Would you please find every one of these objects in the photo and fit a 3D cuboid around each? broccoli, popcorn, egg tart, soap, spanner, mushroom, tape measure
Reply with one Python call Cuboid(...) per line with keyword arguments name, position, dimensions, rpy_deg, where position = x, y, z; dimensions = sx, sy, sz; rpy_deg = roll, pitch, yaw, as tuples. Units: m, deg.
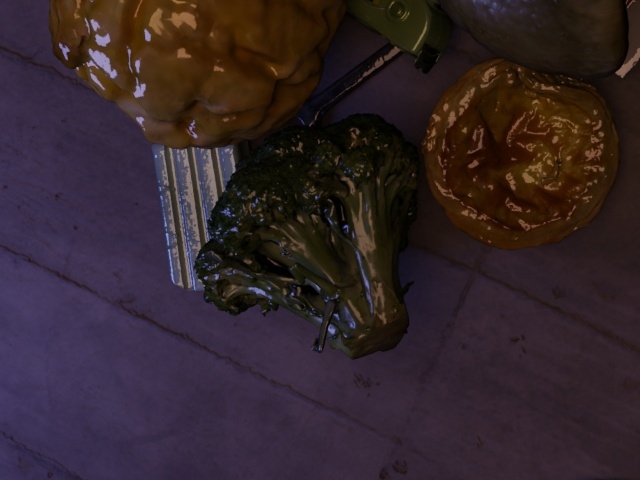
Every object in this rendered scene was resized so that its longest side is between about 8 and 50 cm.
Cuboid(name="broccoli", position=(0.000, 0.000, 1.668), dimensions=(0.304, 0.321, 0.283), rpy_deg=(-26, 68, -6))
Cuboid(name="popcorn", position=(-0.140, -0.314, 1.658), dimensions=(0.354, 0.344, 0.390), rpy_deg=(-40, 69, 19))
Cuboid(name="egg tart", position=(0.240, -0.108, 1.702), dimensions=(0.241, 0.106, 0.241), rpy_deg=(0, 99, 1))
Cuboid(name="soap", position=(-0.143, -0.038, 1.842), dimensions=(0.119, 0.066, 0.198), rpy_deg=(-5, 96, 17))
Cuboid(name="spanner", position=(0.056, -0.214, 1.794), dimensions=(0.254, 0.015, 0.054), rpy_deg=(-36, 86, 16))
Cuboid(name="mushroom", position=(0.225, -0.296, 1.525), dimensions=(0.212, 0.217, 0.292), rpy_deg=(-1, 127, -3))
Cuboid(name="tape measure", position=(0.096, -0.311, 1.725), dimensions=(0.177, 0.087, 0.154), rpy_deg=(35, 101, 27))

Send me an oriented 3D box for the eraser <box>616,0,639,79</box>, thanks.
Cuboid(name="eraser", position=(0.322, -0.324, 1.696), dimensions=(0.230, 0.038, 0.157), rpy_deg=(40, 106, 6))
